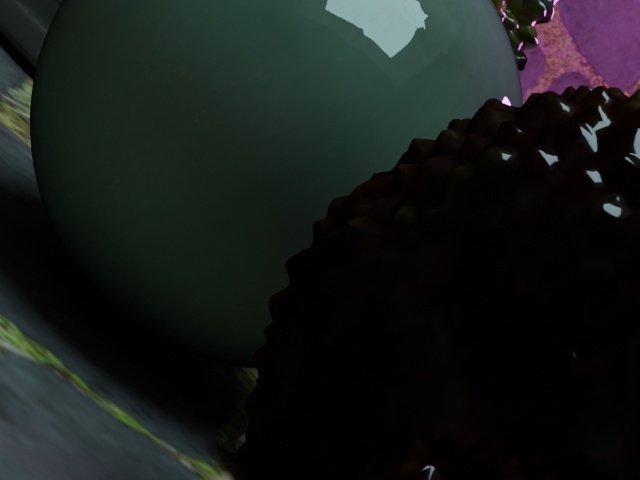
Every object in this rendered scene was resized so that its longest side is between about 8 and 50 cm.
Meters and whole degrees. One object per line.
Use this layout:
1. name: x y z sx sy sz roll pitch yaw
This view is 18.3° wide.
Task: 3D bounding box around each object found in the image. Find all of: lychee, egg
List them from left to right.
1. egg: -0.014 -0.041 0.690 0.168 0.168 0.231 41 7 0
2. lychee: 0.072 0.053 0.505 0.188 0.188 0.188 40 7 -6

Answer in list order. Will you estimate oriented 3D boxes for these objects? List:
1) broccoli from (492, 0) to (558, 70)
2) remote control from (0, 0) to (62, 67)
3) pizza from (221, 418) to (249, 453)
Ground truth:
1. broccoli: 0.010 -0.218 1.440 0.281 0.293 0.348 31 10 -41
2. remote control: -0.126 -0.112 1.012 0.277 0.055 0.103 46 9 29
3. pizza: 0.045 0.066 0.673 0.194 0.154 0.069 -14 74 -49
